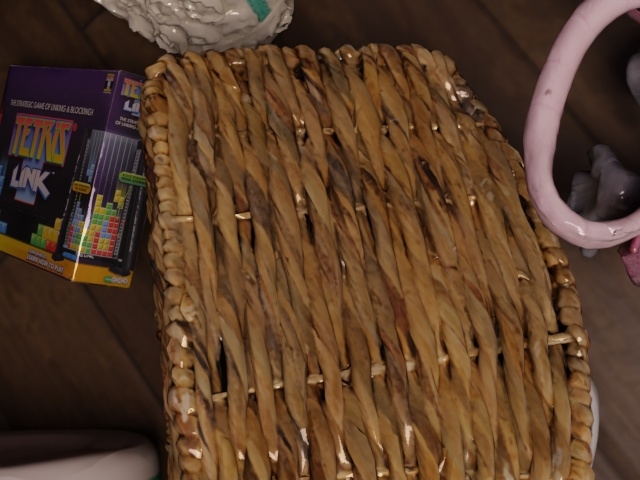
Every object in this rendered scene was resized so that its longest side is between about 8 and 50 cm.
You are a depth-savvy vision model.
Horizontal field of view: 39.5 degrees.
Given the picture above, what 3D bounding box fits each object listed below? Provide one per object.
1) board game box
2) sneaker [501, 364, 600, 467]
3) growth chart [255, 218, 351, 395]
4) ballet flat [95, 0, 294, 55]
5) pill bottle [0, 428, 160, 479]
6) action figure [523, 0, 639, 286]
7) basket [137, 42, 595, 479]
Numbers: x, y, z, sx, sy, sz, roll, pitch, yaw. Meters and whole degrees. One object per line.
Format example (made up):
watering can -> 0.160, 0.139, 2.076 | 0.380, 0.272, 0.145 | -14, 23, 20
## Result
board game box -> -0.184, -0.051, 0.641 | 0.170, 0.048, 0.141 | 13, 92, 46
sneaker -> 0.087, 0.184, 0.546 | 0.094, 0.091, 0.258 | 31, 98, 18
growth chart -> 0.000, 0.000, 0.625 | 0.172, 0.021, 0.237 | -9, 83, 20
ballet flat -> -0.187, -0.271, 0.645 | 0.409, 0.147, 0.147 | 32, 98, 18
pill bottle -> -0.201, 0.316, 0.581 | 0.204, 0.204, 0.361 | -5, 85, 19
action figure -> 0.316, -0.062, 0.398 | 0.370, 0.276, 0.248 | 10, 84, 33
basket -> 0.013, 0.065, 0.516 | 0.213, 0.223, 0.299 | -5, 65, -11
